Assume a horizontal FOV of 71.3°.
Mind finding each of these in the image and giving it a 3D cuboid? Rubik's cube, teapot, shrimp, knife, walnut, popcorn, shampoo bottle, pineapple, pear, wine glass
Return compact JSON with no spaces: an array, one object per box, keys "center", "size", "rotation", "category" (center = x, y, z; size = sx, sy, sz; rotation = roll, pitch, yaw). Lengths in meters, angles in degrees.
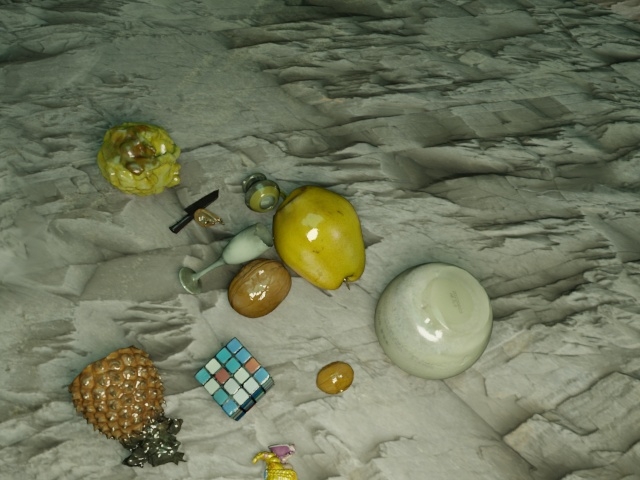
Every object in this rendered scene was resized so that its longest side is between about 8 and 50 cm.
[{"center":[-0.235,0.391,1.250],"size":[0.154,0.155,0.151],"rotation":[41,68,17],"category":"Rubik's cube"},{"center":[-0.194,-0.166,1.563],"size":[0.165,0.130,0.119],"rotation":[1,40,-38],"category":"teapot"},{"center":[-0.387,-0.069,1.547],"size":[0.108,0.023,0.059],"rotation":[29,90,-4],"category":"shrimp"},{"center":[-0.441,-0.111,1.570],"size":[0.060,0.028,0.230],"rotation":[34,64,27],"category":"knife"},{"center":[0.045,0.400,1.316],"size":[0.121,0.052,0.091],"rotation":[-20,63,-15],"category":"walnut"},{"center":[-0.612,-0.285,1.529],"size":[0.292,0.237,0.293],"rotation":[0,67,0],"category":"popcorn"},{"center":[0.318,0.224,1.270],"size":[0.322,0.317,0.323],"rotation":[0,63,0],"category":"shampoo bottle"},{"center":[-0.187,0.144,1.375],"size":[0.167,0.167,0.207],"rotation":[41,70,16],"category":"walnut"},{"center":[-0.491,0.472,1.186],"size":[0.223,0.223,0.357],"rotation":[-33,86,-17],"category":"pineapple"},{"center":[0.005,-0.011,1.401],"size":[0.336,0.285,0.285],"rotation":[31,66,7],"category":"pear"},{"center":[-0.315,-0.016,1.402],"size":[0.309,0.096,0.264],"rotation":[-31,62,19],"category":"wine glass"}]

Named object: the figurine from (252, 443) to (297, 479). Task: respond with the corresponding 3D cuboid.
[{"center":[-0.119,0.622,1.171],"size":[0.114,0.095,0.156],"rotation":[1,59,-15],"category":"figurine"}]
